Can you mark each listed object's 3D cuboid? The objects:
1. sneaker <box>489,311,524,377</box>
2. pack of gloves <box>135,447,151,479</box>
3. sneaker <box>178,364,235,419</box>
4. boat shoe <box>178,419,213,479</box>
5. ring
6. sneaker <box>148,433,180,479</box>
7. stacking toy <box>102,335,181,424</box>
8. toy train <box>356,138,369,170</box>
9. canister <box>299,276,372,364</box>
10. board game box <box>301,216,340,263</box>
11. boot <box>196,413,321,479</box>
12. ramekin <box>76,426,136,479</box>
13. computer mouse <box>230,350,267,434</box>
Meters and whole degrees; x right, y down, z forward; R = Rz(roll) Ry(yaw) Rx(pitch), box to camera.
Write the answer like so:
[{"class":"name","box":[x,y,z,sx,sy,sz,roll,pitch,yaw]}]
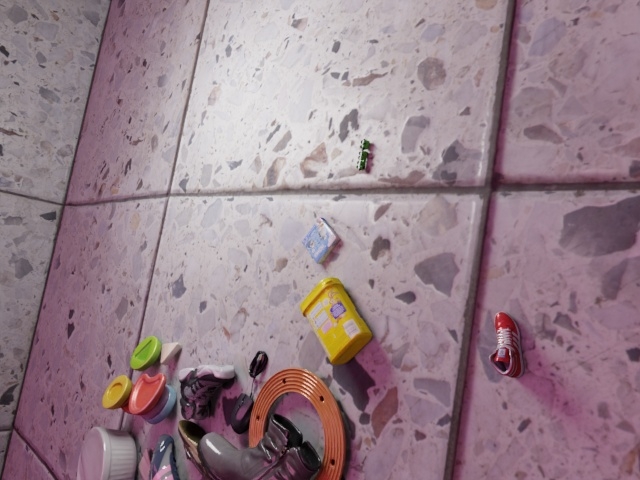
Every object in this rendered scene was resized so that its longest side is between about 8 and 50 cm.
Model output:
[{"class":"sneaker","box":[0.325,0.182,0.832,0.042,0.067,0.118,-24,63,38]},{"class":"pack of gloves","box":[-0.572,0.853,1.563,0.232,0.046,0.195,37,107,53]},{"class":"sneaker","box":[-0.337,0.451,1.393,0.269,0.101,0.153,-22,65,46]},{"class":"boat shoe","box":[-0.365,0.619,1.384,0.224,0.080,0.073,28,94,41]},{"class":"ring","box":[-0.061,0.486,1.157,0.337,0.032,0.336,-14,70,43]},{"class":"sneaker","box":[-0.454,0.757,1.437,0.131,0.112,0.319,-5,53,0]},{"class":"stacking toy","box":[-0.586,0.496,1.654,0.309,0.130,0.279,-4,50,41]},{"class":"toy train","box":[0.108,-0.215,1.185,0.017,0.024,0.083,2,80,53]},{"class":"canister","box":[0.035,0.191,1.112,0.126,0.073,0.170,-50,51,23]},{"class":"board game box","box":[0.000,0.000,1.236,0.090,0.020,0.090,-54,49,19]},{"class":"boot","box":[-0.149,0.516,1.149,0.338,0.118,0.222,26,95,34]},{"class":"ramekin","box":[-0.760,0.806,1.677,0.273,0.127,0.272,-19,63,44]},{"class":"computer mouse","box":[-0.202,0.421,1.305,0.071,0.041,0.242,15,89,46]}]
